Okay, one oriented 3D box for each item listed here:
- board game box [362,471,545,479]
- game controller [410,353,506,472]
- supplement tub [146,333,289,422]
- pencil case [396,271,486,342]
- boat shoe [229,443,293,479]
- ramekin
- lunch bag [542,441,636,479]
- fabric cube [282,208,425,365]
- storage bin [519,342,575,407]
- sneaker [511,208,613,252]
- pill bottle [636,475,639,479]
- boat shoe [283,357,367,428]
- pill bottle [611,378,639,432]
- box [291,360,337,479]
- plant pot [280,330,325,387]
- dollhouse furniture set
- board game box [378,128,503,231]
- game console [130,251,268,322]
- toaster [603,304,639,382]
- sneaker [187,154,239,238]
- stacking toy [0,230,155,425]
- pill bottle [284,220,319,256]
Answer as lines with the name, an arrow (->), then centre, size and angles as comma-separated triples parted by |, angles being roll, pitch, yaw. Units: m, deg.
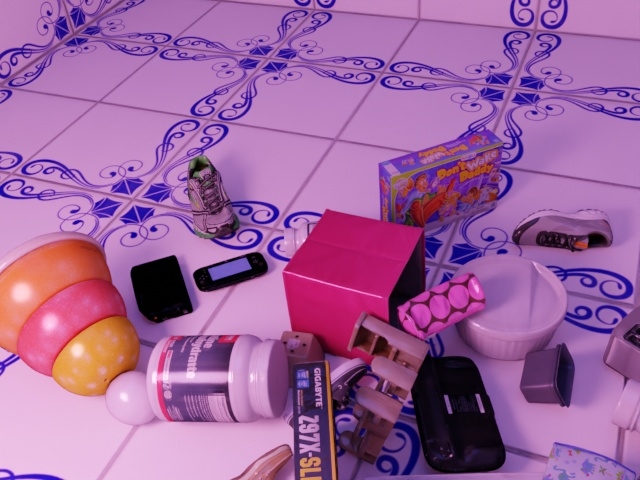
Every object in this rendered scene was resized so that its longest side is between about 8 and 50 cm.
board game box -> 0.270, 0.605, 1.261 | 0.390, 0.050, 0.390 | -2, 41, 3
game controller -> 0.286, 0.362, 1.517 | 0.166, 0.067, 0.319 | 6, 33, -7
supplement tub -> -0.221, 0.301, 1.545 | 0.272, 0.191, 0.191 | -3, 40, 13
pencil case -> 0.273, 0.151, 1.568 | 0.209, 0.095, 0.098 | -26, 51, -17
boat shoe -> -0.125, 0.494, 1.434 | 0.190, 0.068, 0.072 | -35, 60, -17
ramekin -> 0.443, 0.167, 1.690 | 0.273, 0.127, 0.273 | -4, 40, 3
lunch bag -> 0.488, 0.458, 1.293 | 0.151, 0.096, 0.129 | 6, 41, 29
fabric cube -> 0.091, 0.113, 1.699 | 0.258, 0.254, 0.259 | 13, 45, 23
storage bin -> 0.501, 0.304, 1.562 | 0.091, 0.098, 0.135 | -13, 32, 36
sneaker -> 0.654, -0.019, 1.905 | 0.272, 0.100, 0.108 | -5, 46, 1
pill bottle -> 0.628, 0.507, 1.246 | 0.161, 0.161, 0.283 | 16, 45, 23
boat shoe -> 0.026, 0.350, 1.568 | 0.228, 0.080, 0.076 | -30, 56, -26
pill bottle -> 0.717, 0.372, 1.416 | 0.229, 0.131, 0.131 | 23, 48, 29
box -> -0.004, 0.425, 1.309 | 0.079, 0.257, 0.322 | -5, 49, 2
plant pot -> -0.055, 0.272, 1.649 | 0.109, 0.096, 0.109 | 6, 42, 12
dollhouse furniture set -> 0.102, 0.297, 1.474 | 0.161, 0.212, 0.242 | 26, 52, 11
board game box -> 0.336, -0.152, 1.991 | 0.347, 0.233, 0.078 | -19, 42, -14
game console -> -0.326, 0.098, 1.924 | 0.361, 0.044, 0.213 | -17, 42, -13
toaster -> 0.744, 0.239, 1.583 | 0.168, 0.110, 0.186 | -30, 46, -26
sneaker -> -0.340, -0.129, 2.110 | 0.134, 0.146, 0.343 | -18, 43, -14
stacking toy -> -0.543, 0.241, 1.636 | 0.351, 0.350, 0.480 | -34, 63, -29
pill bottle -> 0.000, 0.000, 1.949 | 0.194, 0.108, 0.108 | -3, 41, 3
